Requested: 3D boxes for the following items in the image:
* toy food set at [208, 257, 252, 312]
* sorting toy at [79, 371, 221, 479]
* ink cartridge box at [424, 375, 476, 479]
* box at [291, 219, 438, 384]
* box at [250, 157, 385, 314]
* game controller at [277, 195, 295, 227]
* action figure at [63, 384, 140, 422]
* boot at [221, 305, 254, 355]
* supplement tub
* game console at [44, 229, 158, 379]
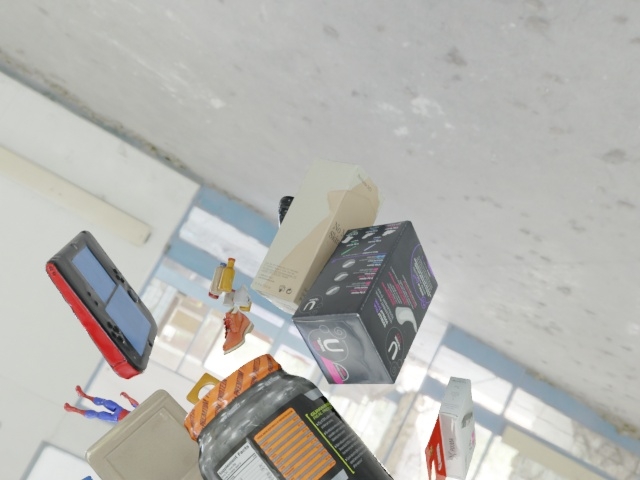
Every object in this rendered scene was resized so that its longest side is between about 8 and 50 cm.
[{"bbox_3d":[-0.279,0.140,2.078,0.111,0.105,0.232,4,158,19],"label":"toy food set"},{"bbox_3d":[-0.286,0.387,1.174,0.196,0.347,0.047,38,153,25],"label":"sorting toy"},{"bbox_3d":[0.337,0.527,1.693,0.060,0.239,0.275,6,129,25],"label":"ink cartridge box"},{"bbox_3d":[0.089,0.110,1.205,0.143,0.270,0.165,-9,121,34],"label":"box"},{"bbox_3d":[0.000,0.000,1.366,0.121,0.311,0.148,15,164,37],"label":"box"},{"bbox_3d":[0.024,-0.025,1.892,0.319,0.067,0.166,21,153,10],"label":"game controller"},{"bbox_3d":[-0.578,0.464,1.833,0.280,0.092,0.139,16,144,12],"label":"action figure"},{"bbox_3d":[-0.228,0.230,1.700,0.085,0.059,0.158,57,-159,-15],"label":"boot"},{"bbox_3d":[-0.027,0.339,0.930,0.338,0.207,0.207,48,175,16],"label":"supplement tub"},{"bbox_3d":[-0.530,0.149,1.657,0.342,0.060,0.386,62,178,-14],"label":"game console"}]
